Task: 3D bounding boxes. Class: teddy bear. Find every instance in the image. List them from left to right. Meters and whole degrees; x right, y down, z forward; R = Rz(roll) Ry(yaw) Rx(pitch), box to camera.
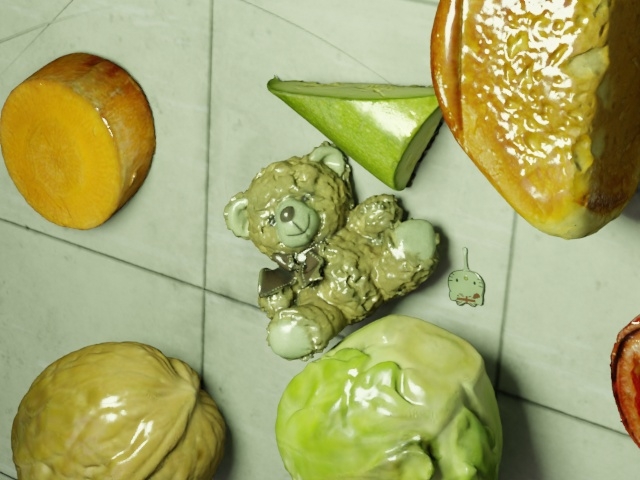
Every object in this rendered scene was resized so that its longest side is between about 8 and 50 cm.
[{"bbox_3d":[0.000,0.000,1.887,0.267,0.156,0.256,-33,85,-1],"label":"teddy bear"}]

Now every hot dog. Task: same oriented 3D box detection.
[{"bbox_3d":[0.252,-0.211,1.605,0.223,0.185,0.405,14,114,30],"label":"hot dog"}]

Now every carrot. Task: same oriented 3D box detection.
[{"bbox_3d":[-0.379,-0.146,2.158,0.307,0.100,0.258,-33,87,47],"label":"carrot"}]

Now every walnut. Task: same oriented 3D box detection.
[{"bbox_3d":[-0.303,0.298,2.134,0.333,0.333,0.332,13,113,32],"label":"walnut"}]

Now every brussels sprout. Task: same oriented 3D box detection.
[{"bbox_3d":[0.091,0.255,1.854,0.328,0.247,0.328,9,129,11],"label":"brussels sprout"}]

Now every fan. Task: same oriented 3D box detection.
[{"bbox_3d":[0.191,0.048,1.858,0.056,0.004,0.083,6,110,35],"label":"fan"}]

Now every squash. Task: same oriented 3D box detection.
[{"bbox_3d":[0.032,-0.191,1.832,0.252,0.093,0.169,40,127,18],"label":"squash"}]

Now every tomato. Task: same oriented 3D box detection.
[{"bbox_3d":[0.451,0.173,1.658,0.228,0.101,0.228,22,125,35],"label":"tomato"}]
